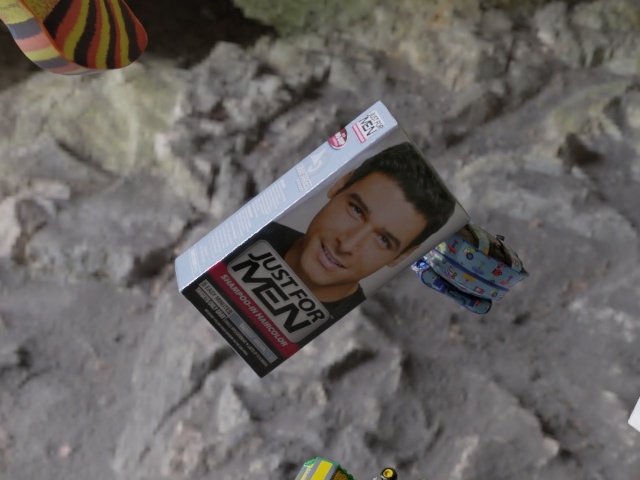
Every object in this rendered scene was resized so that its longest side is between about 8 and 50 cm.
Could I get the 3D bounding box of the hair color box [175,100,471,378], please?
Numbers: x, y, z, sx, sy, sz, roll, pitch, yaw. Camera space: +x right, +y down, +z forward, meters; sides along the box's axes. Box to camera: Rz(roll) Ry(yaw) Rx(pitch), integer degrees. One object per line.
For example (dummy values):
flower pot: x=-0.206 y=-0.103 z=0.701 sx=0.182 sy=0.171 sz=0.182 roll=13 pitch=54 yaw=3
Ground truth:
hair color box: x=0.000 y=0.000 z=1.867 sx=0.185 sy=0.374 sz=0.113 roll=49 pitch=7 yaw=-23

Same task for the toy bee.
toy bee: x=-0.283 y=-0.252 z=1.139 sx=0.298 sy=0.195 sz=0.162 roll=51 pitch=56 yaw=-5

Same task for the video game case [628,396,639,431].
video game case: x=0.352 y=0.086 z=1.005 sx=0.041 sy=0.232 sz=0.210 roll=17 pitch=12 yaw=-29

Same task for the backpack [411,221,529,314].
backpack: x=0.219 y=0.036 z=1.967 sx=0.158 sy=0.117 sz=0.173 roll=29 pitch=8 yaw=-20

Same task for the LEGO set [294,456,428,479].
LEGO set: x=0.047 y=0.386 z=1.282 sx=0.255 sy=0.331 sz=0.192 roll=20 pitch=51 yaw=20
